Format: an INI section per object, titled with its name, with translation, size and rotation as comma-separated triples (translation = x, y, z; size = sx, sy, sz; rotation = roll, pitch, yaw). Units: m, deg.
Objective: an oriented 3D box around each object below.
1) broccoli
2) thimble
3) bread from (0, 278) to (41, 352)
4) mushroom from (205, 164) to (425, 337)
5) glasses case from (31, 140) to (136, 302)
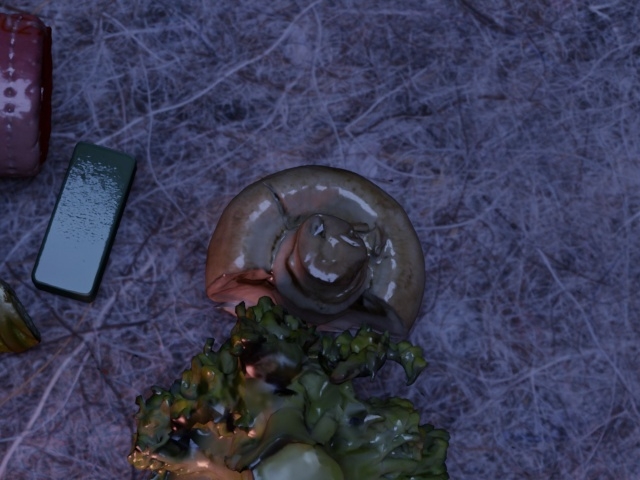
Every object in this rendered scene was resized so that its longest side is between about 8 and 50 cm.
[broccoli]
translation = -0.028, 0.230, 1.658
size = 0.324, 0.272, 0.334
rotation = -37, 94, -34
[thimble]
translation = -0.381, -0.165, 1.779
size = 0.125, 0.163, 0.189
rotation = 3, 81, -5
[bread]
translation = -0.401, 0.070, 1.756
size = 0.094, 0.083, 0.157
rotation = -30, 79, 0
[mushroom]
translation = 0.000, 0.000, 1.747
size = 0.254, 0.195, 0.188
rotation = 7, 69, -6
[glasses case]
translation = -0.280, -0.023, 1.808
size = 0.078, 0.039, 0.184
rotation = 16, 73, 0
